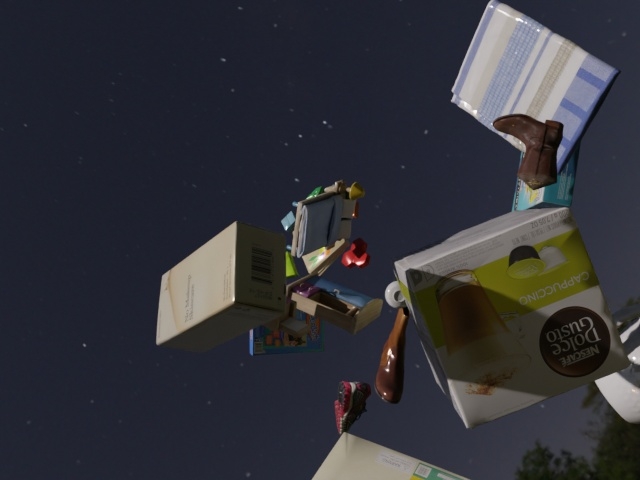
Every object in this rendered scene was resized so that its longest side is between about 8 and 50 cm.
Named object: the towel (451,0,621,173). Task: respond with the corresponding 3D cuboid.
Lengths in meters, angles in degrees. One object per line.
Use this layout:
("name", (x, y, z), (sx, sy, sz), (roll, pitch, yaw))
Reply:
("towel", (0.363, -0.274, 1.082), (0.034, 0.285, 0.209), (-15, -42, -34))

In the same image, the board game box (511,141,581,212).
("board game box", (0.627, -0.202, 1.711), (0.336, 0.079, 0.254), (49, -128, -84))

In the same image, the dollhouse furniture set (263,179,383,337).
("dollhouse furniture set", (0.024, 0.037, 1.371), (0.286, 0.198, 0.304), (-23, -53, -56))

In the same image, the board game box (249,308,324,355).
("board game box", (-0.095, 0.239, 1.735), (0.210, 0.047, 0.160), (1, -90, -17))

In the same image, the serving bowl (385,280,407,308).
("serving bowl", (0.232, 0.162, 1.799), (0.027, 0.083, 0.083), (-58, -7, -83))

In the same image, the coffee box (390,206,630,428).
("coffee box", (0.375, 0.144, 1.306), (0.337, 0.338, 0.335), (-21, -89, 1))

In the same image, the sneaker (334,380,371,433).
("sneaker", (0.119, 0.641, 2.319), (0.111, 0.121, 0.299), (-1, -42, -9))

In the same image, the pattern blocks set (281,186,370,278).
("pattern blocks set", (0.000, 0.000, 1.640), (0.285, 0.325, 0.026), (-36, -44, 24))

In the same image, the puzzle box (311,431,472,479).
("puzzle box", (0.161, 0.657, 1.526), (0.272, 0.408, 0.052), (-45, -49, -38))

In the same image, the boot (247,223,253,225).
("boot", (-0.198, 0.002, 1.882), (0.042, 0.119, 0.087), (-32, 2, 2))

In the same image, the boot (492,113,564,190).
("boot", (0.295, -0.128, 0.891), (0.037, 0.106, 0.114), (60, -136, -55))

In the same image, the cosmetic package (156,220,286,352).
("cosmetic package", (-0.195, 0.100, 1.176), (0.113, 0.309, 0.160), (17, -122, -35))

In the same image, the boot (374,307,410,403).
("boot", (0.257, 0.348, 1.970), (0.264, 0.096, 0.281), (-64, -11, -57))

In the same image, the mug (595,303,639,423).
("mug", (0.902, 0.313, 1.659), (0.374, 0.276, 0.328), (39, -67, -20))
